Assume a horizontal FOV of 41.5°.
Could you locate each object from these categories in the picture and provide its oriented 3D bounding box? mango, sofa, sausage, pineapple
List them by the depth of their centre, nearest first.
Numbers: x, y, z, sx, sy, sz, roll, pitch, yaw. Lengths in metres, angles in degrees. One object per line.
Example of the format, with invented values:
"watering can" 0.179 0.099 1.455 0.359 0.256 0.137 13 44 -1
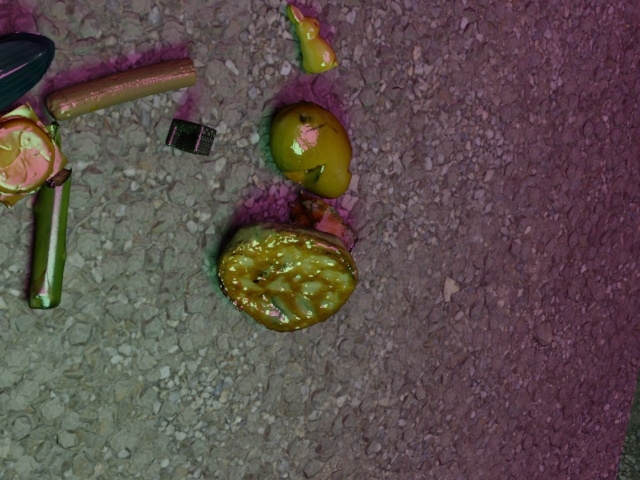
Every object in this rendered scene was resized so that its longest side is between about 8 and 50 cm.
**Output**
"sausage" -0.378 -0.291 1.615 0.301 0.066 0.066 -21 114 -31
"sofa" -0.260 -0.206 1.691 0.039 0.118 0.060 15 93 -41
"mango" -0.012 -0.194 1.877 0.167 0.130 0.262 -53 131 -6
"pineapple" 0.000 0.000 1.964 0.186 0.114 0.236 -18 122 -32

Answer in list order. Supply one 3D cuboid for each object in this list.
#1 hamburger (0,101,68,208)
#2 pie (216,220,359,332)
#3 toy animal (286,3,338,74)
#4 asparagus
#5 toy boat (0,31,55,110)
"hamburger" -0.549 -0.156 1.506 0.189 0.093 0.164 -29 120 -26
"pie" -0.072 0.080 1.856 0.315 0.092 0.315 -2 128 -3
"toy animal" -0.021 -0.445 1.835 0.070 0.083 0.159 -39 114 -31
"asparagus" -0.511 -0.002 1.597 0.067 0.060 0.277 1 101 -27
"toy boat" -0.582 -0.268 1.431 0.296 0.122 0.114 -36 123 -22
